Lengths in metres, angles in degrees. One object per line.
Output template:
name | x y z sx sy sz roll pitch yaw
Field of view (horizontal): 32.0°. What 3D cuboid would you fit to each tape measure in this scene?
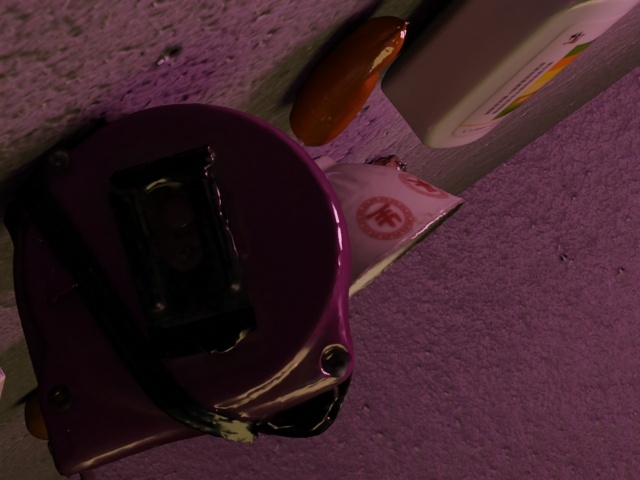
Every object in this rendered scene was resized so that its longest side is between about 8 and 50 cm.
tape measure | -0.089 0.032 0.761 0.231 0.245 0.149 -19 172 0

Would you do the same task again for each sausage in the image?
sausage | 0.019 -0.136 0.959 0.183 0.054 0.062 -48 -162 55

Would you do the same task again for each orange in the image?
orange | -0.375 0.238 1.558 0.085 0.085 0.085 -35 174 -4

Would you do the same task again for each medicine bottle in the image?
medicine bottle | 0.202 -0.218 1.011 0.179 0.124 0.324 -30 171 -41

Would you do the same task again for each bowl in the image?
bowl | 0.000 0.000 1.361 0.337 0.157 0.337 -38 175 -4

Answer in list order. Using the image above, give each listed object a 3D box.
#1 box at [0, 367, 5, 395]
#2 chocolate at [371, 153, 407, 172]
box | -0.356 0.150 0.967 0.135 0.079 0.269 -32 173 -26
chocolate | -0.012 -0.023 1.598 0.329 0.065 0.102 -34 160 -21
